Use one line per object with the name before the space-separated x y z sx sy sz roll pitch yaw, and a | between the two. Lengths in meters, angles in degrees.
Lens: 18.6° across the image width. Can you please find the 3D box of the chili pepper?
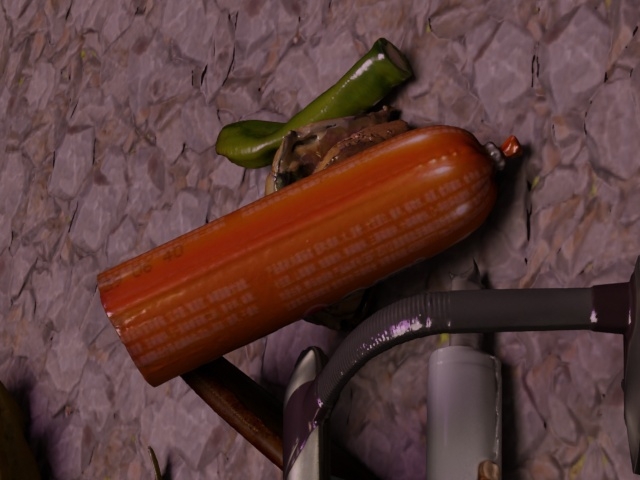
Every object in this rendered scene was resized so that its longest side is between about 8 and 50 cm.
chili pepper | -0.008 -0.097 1.534 0.201 0.050 0.052 -26 17 40

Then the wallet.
wallet | -0.031 0.136 1.426 0.031 0.137 0.255 -54 42 1

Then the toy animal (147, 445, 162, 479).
toy animal | -0.198 0.291 1.613 0.219 0.095 0.155 -49 42 30

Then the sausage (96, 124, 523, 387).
sausage | 0.000 0.000 1.382 0.312 0.093 0.093 -25 54 3

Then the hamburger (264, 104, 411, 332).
hamburger | -0.005 -0.027 1.471 0.087 0.102 0.176 25 99 63

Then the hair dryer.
hair dryer | 0.102 0.168 1.299 0.173 0.107 0.357 -23 56 42

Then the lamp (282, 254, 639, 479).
lamp | 0.089 0.124 1.202 0.283 0.124 0.203 -9 58 18

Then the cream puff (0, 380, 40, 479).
cream puff | -0.351 0.193 1.768 0.221 0.194 0.195 34 106 45
